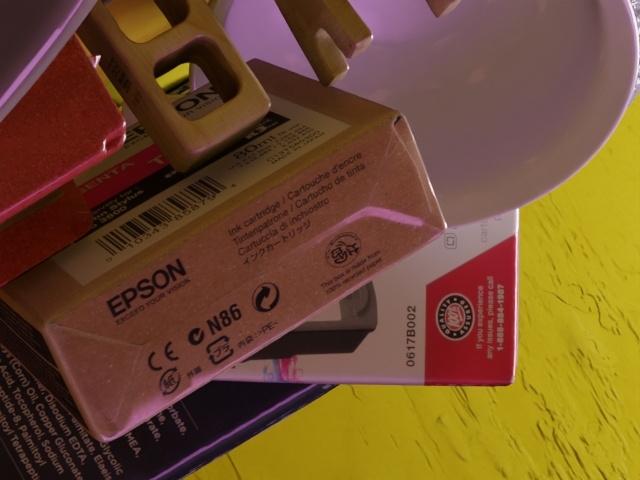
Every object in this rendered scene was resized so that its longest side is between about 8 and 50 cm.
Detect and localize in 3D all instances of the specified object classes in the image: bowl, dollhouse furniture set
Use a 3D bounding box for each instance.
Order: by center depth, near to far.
[{"bbox_3d":[-0.085,-0.126,0.864,0.374,0.152,0.201,-33,177,-18],"label":"dollhouse furniture set"},{"bbox_3d":[0.059,-0.150,1.158,0.298,0.134,0.298,-1,138,-1],"label":"bowl"}]

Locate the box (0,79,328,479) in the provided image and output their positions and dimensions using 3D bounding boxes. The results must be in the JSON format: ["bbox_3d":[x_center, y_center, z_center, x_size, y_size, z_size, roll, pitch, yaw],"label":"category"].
[{"bbox_3d":[-0.214,0.107,1.649,0.472,0.297,0.480,-32,175,-1],"label":"box"}]

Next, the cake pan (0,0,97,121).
[{"bbox_3d":[-0.141,-0.039,0.277,0.293,0.054,0.293,-39,168,-10],"label":"cake pan"}]

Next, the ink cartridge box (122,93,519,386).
[{"bbox_3d":[0.000,0.000,1.345,0.306,0.226,0.131,1,178,0],"label":"ink cartridge box"}]

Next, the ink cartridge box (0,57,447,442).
[{"bbox_3d":[-0.077,-0.005,0.995,0.235,0.088,0.193,-32,-152,-18],"label":"ink cartridge box"}]

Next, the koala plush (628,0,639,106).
[{"bbox_3d":[0.231,-0.228,1.543,0.196,0.203,0.221,-29,163,-17],"label":"koala plush"}]
